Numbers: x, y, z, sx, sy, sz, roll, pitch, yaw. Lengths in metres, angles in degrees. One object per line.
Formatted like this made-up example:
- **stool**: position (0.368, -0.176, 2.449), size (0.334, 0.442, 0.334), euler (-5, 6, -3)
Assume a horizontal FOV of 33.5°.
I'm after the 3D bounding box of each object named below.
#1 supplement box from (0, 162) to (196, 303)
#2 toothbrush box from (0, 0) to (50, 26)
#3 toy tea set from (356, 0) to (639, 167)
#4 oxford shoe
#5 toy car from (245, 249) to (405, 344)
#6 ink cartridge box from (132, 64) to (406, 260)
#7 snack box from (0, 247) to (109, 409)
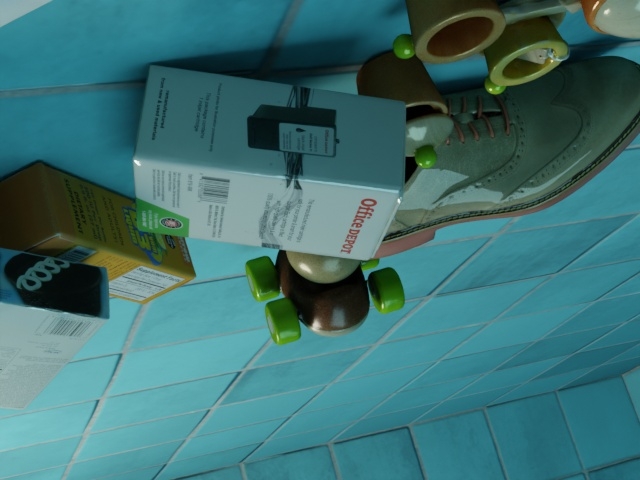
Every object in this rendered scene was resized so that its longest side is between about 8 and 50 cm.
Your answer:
- **supplement box**: position (-0.214, -0.001, 1.013), size (0.080, 0.078, 0.233), euler (-25, 160, 16)
- **toothbrush box**: position (-0.298, -0.140, 0.478), size (0.283, 0.122, 0.206), euler (-23, 161, 14)
- **toy tea set**: position (0.154, -0.150, 0.825), size (0.200, 0.124, 0.336), euler (-9, 160, -23)
- **oxford shoe**: position (0.146, -0.088, 1.006), size (0.348, 0.123, 0.130), euler (-27, 149, 11)
- **toy car**: position (0.000, 0.000, 1.184), size (0.155, 0.149, 0.188), euler (-16, 133, -13)
- **ink cartridge box**: position (-0.044, -0.058, 0.877), size (0.208, 0.087, 0.153), euler (8, 157, -6)
- **snack box**: position (-0.362, 0.062, 0.885), size (0.322, 0.060, 0.187), euler (14, 140, -35)
